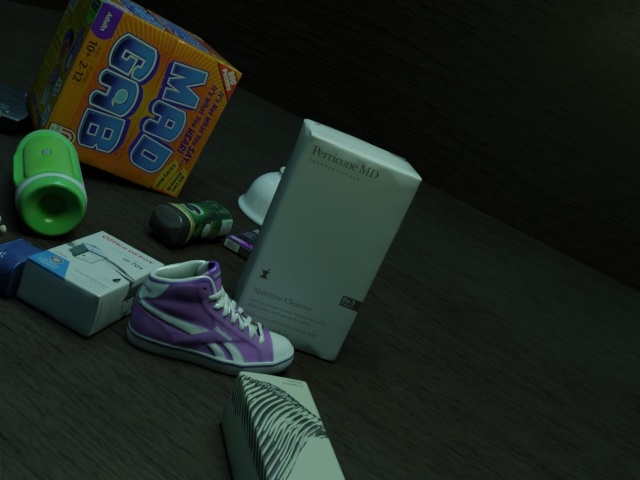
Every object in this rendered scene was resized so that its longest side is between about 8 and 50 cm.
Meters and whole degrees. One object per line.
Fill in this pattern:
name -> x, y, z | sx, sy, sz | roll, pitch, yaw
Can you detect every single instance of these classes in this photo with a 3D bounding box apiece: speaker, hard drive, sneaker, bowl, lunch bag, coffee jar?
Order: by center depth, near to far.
lunch bag -> -0.483, 0.039, 1.063 | 0.065, 0.067, 0.098 | 27, 19, 10
sneaker -> -0.153, 0.121, 1.081 | 0.282, 0.161, 0.102 | 16, 19, -23
speaker -> -0.542, -0.123, 1.339 | 0.131, 0.131, 0.296 | 12, 22, -30
coffee jar -> -0.284, -0.039, 1.476 | 0.096, 0.079, 0.184 | 35, 22, 23
hard drive -> -0.822, -0.344, 1.715 | 0.172, 0.054, 0.254 | 17, 21, -17
bowl -> -0.065, -0.113, 1.838 | 0.298, 0.134, 0.298 | 21, 19, -7

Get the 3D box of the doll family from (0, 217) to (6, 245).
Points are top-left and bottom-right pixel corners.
doll family -> -0.587, -0.018, 1.091 | 0.193, 0.076, 0.111 | 39, 20, 31

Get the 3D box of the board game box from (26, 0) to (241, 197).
board game box -> -0.479, -0.385, 1.682 | 0.356, 0.356, 0.356 | 21, 17, -35

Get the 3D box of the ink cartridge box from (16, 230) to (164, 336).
ink cartridge box -> -0.370, 0.065, 1.101 | 0.140, 0.082, 0.191 | 27, 21, 10

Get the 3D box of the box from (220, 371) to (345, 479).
box -> -0.046, 0.289, 0.850 | 0.113, 0.094, 0.275 | 14, 21, -24

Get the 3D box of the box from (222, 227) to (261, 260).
box -> -0.137, 0.015, 1.573 | 0.116, 0.029, 0.162 | 29, 19, 18

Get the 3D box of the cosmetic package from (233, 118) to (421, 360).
cosmetic package -> 0.000, 0.000, 1.227 | 0.217, 0.385, 0.156 | 19, 20, -11
